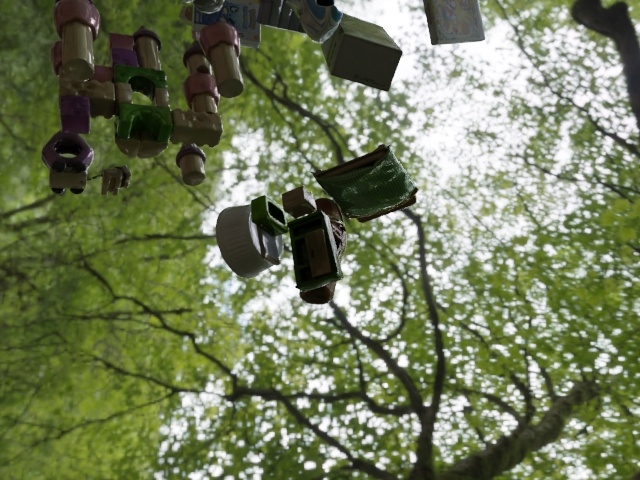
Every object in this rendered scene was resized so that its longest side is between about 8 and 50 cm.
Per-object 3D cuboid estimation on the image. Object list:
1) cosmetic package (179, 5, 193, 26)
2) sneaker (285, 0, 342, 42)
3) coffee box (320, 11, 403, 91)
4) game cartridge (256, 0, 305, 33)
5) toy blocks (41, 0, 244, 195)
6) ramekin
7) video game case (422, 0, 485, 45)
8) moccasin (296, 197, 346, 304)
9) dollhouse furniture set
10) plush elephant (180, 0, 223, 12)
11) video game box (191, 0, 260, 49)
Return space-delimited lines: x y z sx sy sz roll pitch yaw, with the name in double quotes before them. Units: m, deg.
"cosmetic package" -0.405 -0.730 2.071 0.060 0.115 0.041 174 -64 -83
"sneaker" -0.017 -0.482 1.274 0.086 0.085 0.237 -38 -135 12
"coffee box" 0.107 -0.534 1.741 0.297 0.168 0.119 -101 -153 -58
"game cartridge" -0.038 -0.702 1.553 0.068 0.230 0.355 30 -66 39
"toy blocks" -0.311 -0.269 1.056 0.309 0.288 0.260 123 -40 -48
"ramekin" -0.242 -0.008 2.230 0.127 0.273 0.273 -18 -115 26
"video game case" 0.351 -0.628 1.659 0.026 0.227 0.206 -3 -78 50
"moccasin" -0.003 0.000 1.714 0.380 0.139 0.147 -73 167 -49
"dollhouse furniture set" 0.043 -0.034 1.216 0.301 0.197 0.151 -20 -116 19
"plush elephant" -0.214 -0.658 1.261 0.255 0.272 0.330 -22 -85 9
"video game box" -0.259 -0.647 1.735 0.048 0.187 0.205 151 -60 -66
